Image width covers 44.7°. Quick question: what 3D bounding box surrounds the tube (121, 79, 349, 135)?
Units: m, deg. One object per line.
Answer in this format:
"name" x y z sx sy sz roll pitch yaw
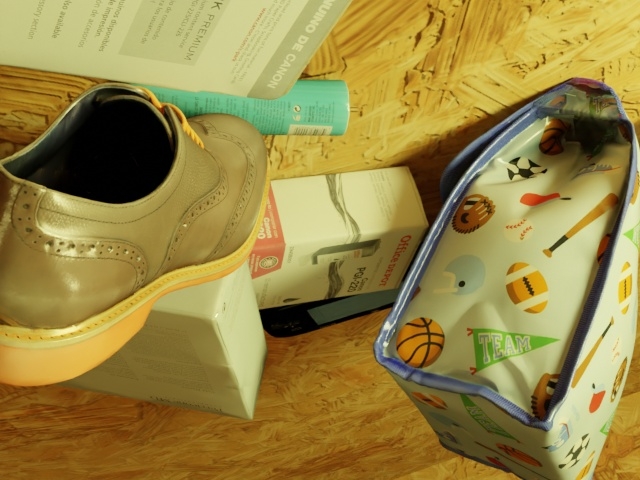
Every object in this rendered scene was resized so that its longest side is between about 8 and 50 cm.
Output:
"tube" -0.078 -0.123 0.720 0.207 0.052 0.080 -2 144 -13

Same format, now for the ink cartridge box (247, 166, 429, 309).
"ink cartridge box" 0.000 0.000 0.923 0.217 0.092 0.159 -9 151 -15

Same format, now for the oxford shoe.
"oxford shoe" -0.108 -0.044 0.546 0.129 0.364 0.133 24 118 5

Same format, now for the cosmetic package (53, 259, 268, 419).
"cosmetic package" -0.253 0.065 0.773 0.377 0.098 0.284 9 149 6

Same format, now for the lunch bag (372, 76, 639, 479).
"lunch bag" 0.252 0.055 0.901 0.238 0.386 0.328 19 161 30

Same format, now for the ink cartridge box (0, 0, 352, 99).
"ink cartridge box" -0.082 -0.234 0.430 0.271 0.130 0.309 2 147 -35

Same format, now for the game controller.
"game controller" 0.068 0.073 1.110 0.319 0.067 0.166 -17 151 4
